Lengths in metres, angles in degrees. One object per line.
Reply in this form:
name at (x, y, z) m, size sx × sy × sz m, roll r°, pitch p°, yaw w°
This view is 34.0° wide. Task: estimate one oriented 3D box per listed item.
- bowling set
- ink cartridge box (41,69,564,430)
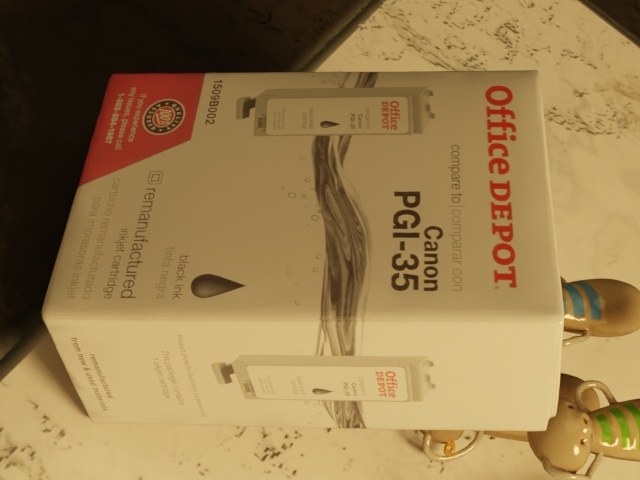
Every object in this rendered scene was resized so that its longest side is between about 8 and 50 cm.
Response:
bowling set at (0.159, 0.084, 0.707) m, size 0.154 × 0.200 × 0.287 m, roll 3°, pitch 51°, yaw -27°
ink cartridge box at (0.000, 0.000, 0.647) m, size 0.283 × 0.117 × 0.207 m, roll 0°, pitch 50°, yaw 6°
